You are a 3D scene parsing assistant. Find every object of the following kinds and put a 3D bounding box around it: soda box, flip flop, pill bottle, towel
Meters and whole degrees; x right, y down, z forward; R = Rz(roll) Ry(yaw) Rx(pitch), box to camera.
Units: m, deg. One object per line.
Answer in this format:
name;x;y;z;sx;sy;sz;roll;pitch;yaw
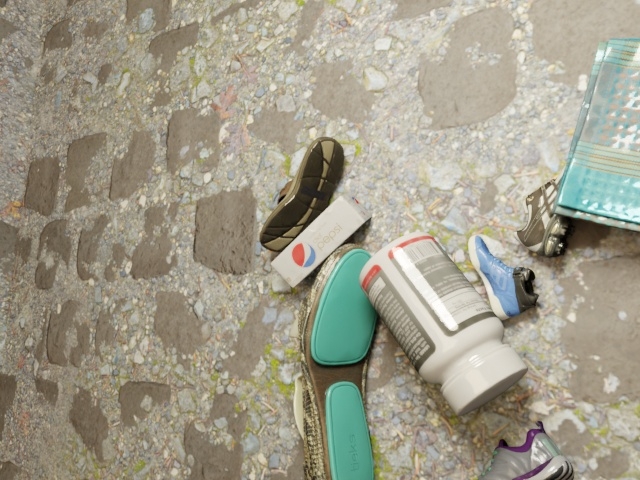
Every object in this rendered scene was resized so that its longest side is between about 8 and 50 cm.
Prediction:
soda box;0.000;0.000;1.166;0.216;0.069;0.074;-44;86;21
flip flop;-0.042;-0.098;1.218;0.276;0.112;0.080;-64;28;10
pill bottle;0.202;0.137;0.952;0.161;0.161;0.283;-45;59;20
towel;0.530;-0.126;0.754;0.370;0.040;0.271;18;98;33

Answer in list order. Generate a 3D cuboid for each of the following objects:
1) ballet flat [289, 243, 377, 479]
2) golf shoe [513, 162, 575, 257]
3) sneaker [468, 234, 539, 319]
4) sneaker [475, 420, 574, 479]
ballet flat;0.010;0.251;1.084;0.182;0.164;0.482;-12;74;54
golf shoe;0.380;-0.074;0.922;0.094;0.077;0.198;24;93;36
sneaker;0.313;0.050;0.953;0.085;0.058;0.152;-29;69;34
sneaker;0.289;0.384;0.907;0.224;0.083;0.098;-39;40;18
